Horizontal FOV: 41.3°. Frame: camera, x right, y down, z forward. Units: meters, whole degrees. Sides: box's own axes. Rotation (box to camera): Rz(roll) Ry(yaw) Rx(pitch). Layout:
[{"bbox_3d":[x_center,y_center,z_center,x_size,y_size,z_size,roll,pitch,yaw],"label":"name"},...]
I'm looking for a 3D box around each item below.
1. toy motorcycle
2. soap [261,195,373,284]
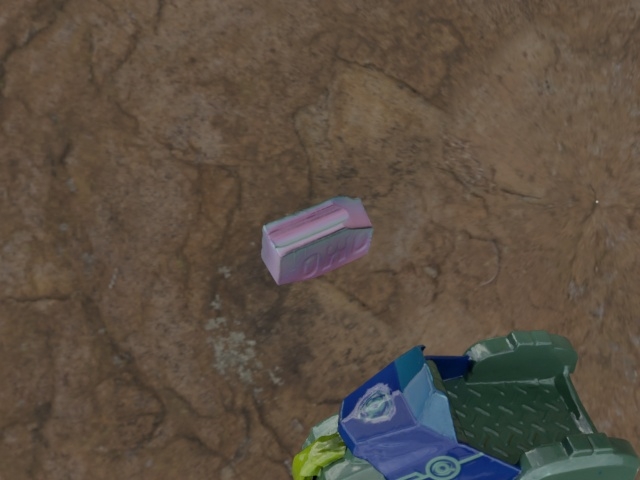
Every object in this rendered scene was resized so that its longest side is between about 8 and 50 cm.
[{"bbox_3d":[0.141,0.193,0.863,0.326,0.191,0.200,2,130,-19],"label":"toy motorcycle"},{"bbox_3d":[0.000,0.000,1.079,0.149,0.100,0.056,-22,63,-20],"label":"soap"}]
